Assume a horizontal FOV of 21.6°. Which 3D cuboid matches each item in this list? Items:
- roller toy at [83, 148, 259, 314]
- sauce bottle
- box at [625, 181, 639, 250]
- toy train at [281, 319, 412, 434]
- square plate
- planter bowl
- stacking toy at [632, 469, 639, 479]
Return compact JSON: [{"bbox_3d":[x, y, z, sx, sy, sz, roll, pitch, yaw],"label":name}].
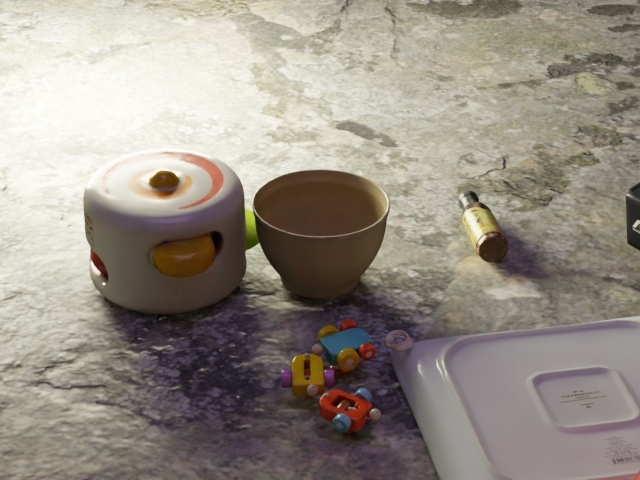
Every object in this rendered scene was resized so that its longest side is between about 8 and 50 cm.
[{"bbox_3d":[-0.184,-0.017,1.975,0.191,0.146,0.209,12,34,19],"label":"roller toy"},{"bbox_3d":[0.199,-0.020,2.091,0.042,0.042,0.128,-5,30,-10],"label":"sauce bottle"},{"bbox_3d":[0.613,-0.018,1.995,0.318,0.097,0.395,-29,40,-24],"label":"box"},{"bbox_3d":[0.029,0.152,1.802,0.125,0.046,0.166,15,37,20],"label":"toy train"},{"bbox_3d":[0.278,0.182,1.751,0.347,0.049,0.344,-6,31,-10],"label":"square plate"},{"bbox_3d":[0.000,0.000,1.987,0.162,0.109,0.162,1,32,0],"label":"planter bowl"},{"bbox_3d":[0.306,0.307,1.388,0.479,0.351,0.351,-24,35,-4],"label":"stacking toy"}]
